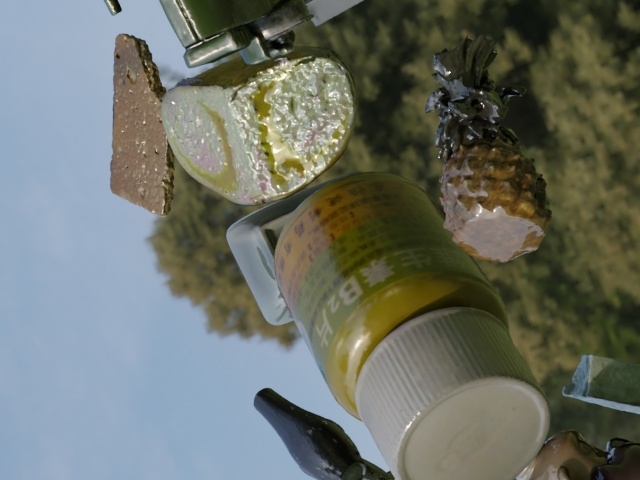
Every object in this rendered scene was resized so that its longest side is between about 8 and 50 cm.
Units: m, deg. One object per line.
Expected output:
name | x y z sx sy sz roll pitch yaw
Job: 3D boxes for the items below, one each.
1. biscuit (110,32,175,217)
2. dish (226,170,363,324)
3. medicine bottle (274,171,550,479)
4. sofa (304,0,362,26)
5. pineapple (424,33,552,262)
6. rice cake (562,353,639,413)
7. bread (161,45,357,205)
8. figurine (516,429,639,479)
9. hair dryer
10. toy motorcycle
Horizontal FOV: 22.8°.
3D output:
biscuit | -0.241 -0.160 2.185 0.026 0.131 0.236 -13 -64 -43
dish | 0.000 0.000 2.047 0.151 0.212 0.077 63 167 13
medicine bottle | 0.101 0.107 1.834 0.224 0.224 0.384 49 -172 -41
sofa | 0.039 -0.415 2.557 0.060 0.147 0.085 53 -156 -23
pineapple | 0.159 -0.099 1.592 0.111 0.119 0.237 25 -134 -43
rice cake | 0.441 0.203 2.164 0.063 0.206 0.069 123 161 -76
bread | -0.045 -0.138 1.780 0.156 0.261 0.158 -29 -70 -32
figurine | 0.304 0.284 2.060 0.365 0.206 0.218 46 153 15
hair dryer | 0.027 0.277 2.070 0.195 0.075 0.219 36 -178 44
toy motorcycle | -0.120 -0.248 1.535 0.205 0.127 0.275 64 -148 -11
